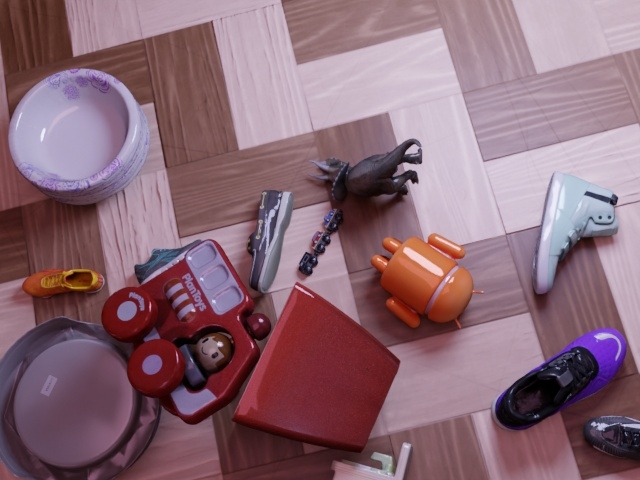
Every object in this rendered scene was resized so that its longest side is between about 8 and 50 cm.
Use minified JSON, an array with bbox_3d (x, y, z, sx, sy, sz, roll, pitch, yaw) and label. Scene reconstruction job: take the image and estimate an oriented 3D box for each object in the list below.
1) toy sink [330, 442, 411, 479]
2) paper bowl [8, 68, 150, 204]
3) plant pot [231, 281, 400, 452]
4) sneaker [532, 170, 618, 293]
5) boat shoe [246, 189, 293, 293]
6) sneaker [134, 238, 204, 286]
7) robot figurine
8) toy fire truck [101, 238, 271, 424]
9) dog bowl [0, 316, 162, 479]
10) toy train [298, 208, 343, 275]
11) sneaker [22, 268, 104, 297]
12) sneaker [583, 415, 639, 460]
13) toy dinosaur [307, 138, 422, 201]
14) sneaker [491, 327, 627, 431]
[{"bbox_3d":[0.078,0.475,1.609,0.131,0.153,0.234,14,76,11],"label":"toy sink"},{"bbox_3d":[-0.508,-0.213,1.886,0.284,0.148,0.284,-2,73,7],"label":"paper bowl"},{"bbox_3d":[0.000,0.263,1.640,0.236,0.267,0.267,24,77,1],"label":"plant pot"},{"bbox_3d":[0.509,-0.005,1.736,0.151,0.094,0.255,14,77,7],"label":"sneaker"},{"bbox_3d":[-0.114,0.001,1.815,0.069,0.081,0.227,10,67,12],"label":"boat shoe"},{"bbox_3d":[-0.320,0.039,1.835,0.166,0.065,0.076,-34,69,-6],"label":"sneaker"},{"bbox_3d":[0.206,0.079,1.729,0.219,0.128,0.158,34,59,16],"label":"robot figurine"},{"bbox_3d":[-0.230,0.165,1.600,0.254,0.169,0.302,-34,59,-2],"label":"toy fire truck"},{"bbox_3d":[-0.476,0.324,1.744,0.349,0.102,0.348,-2,72,6],"label":"dog bowl"},{"bbox_3d":[0.000,0.000,1.828,0.036,0.027,0.158,26,78,24],"label":"toy train"},{"bbox_3d":[-0.545,0.082,1.844,0.175,0.067,0.064,-7,74,6],"label":"sneaker"},{"bbox_3d":[0.604,0.369,1.604,0.234,0.106,0.078,15,75,11],"label":"sneaker"},{"bbox_3d":[0.112,-0.129,1.763,0.160,0.313,0.121,-18,98,-22],"label":"toy dinosaur"},{"bbox_3d":[0.456,0.260,1.633,0.293,0.146,0.102,-34,73,-4],"label":"sneaker"}]
